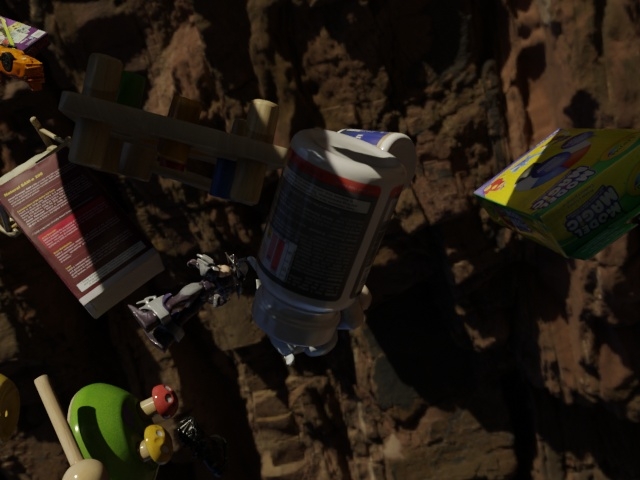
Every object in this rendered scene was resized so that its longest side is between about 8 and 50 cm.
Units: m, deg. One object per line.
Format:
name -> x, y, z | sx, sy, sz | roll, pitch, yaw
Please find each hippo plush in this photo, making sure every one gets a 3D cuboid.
hippo plush -> -0.034, 0.202, 1.331 | 0.234, 0.294, 0.236 | -120, 39, -54

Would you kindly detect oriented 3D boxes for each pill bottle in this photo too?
pill bottle -> 0.106, -0.214, 1.441 | 0.153, 0.265, 0.153 | -15, -69, -43
pill bottle -> 0.000, 0.000, 1.001 | 0.210, 0.210, 0.363 | -64, -6, -67

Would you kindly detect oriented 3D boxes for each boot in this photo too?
boot -> -0.201, 0.338, 0.928 | 0.099, 0.045, 0.121 | 52, 170, -15

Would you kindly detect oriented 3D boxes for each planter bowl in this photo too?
planter bowl -> -0.582, 0.299, 0.944 | 0.217, 0.090, 0.217 | -179, 90, -81

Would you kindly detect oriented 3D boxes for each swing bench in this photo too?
swing bench -> -0.820, -0.162, 1.550 | 0.253, 0.165, 0.254 | -50, -20, -32

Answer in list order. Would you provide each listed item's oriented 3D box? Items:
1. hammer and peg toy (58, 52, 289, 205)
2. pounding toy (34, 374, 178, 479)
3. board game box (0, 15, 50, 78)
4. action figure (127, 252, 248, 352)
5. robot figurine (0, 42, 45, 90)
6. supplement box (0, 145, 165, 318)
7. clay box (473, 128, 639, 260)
hammer and peg toy -> -0.193, -0.136, 0.770 | 0.361, 0.266, 0.127 | -162, 85, -75
pounding toy -> -0.259, 0.260, 0.750 | 0.237, 0.110, 0.183 | 69, 175, -66
board game box -> -0.962, -0.520, 1.541 | 0.056, 0.208, 0.347 | 109, -174, -50
action figure -> -0.276, 0.119, 1.241 | 0.285, 0.099, 0.185 | -35, -38, -25
robot figurine -> -0.809, -0.420, 1.304 | 0.211, 0.291, 0.085 | -30, -45, -49
supplement box -> -0.364, -0.015, 0.830 | 0.239, 0.130, 0.073 | 47, 158, 13
clay box -> 0.248, -0.055, 0.543 | 0.053, 0.127, 0.222 | 52, -175, -9
